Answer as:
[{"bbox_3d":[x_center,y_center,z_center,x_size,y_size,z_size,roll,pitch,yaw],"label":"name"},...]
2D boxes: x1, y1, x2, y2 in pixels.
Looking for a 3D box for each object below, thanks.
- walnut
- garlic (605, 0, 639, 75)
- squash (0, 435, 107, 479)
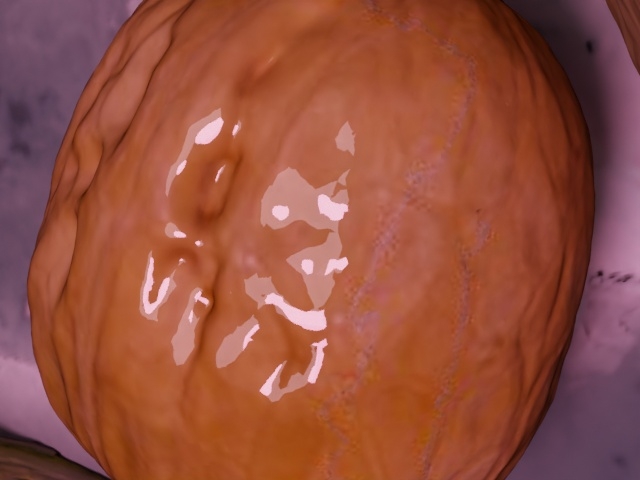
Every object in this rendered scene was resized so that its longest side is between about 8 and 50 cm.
[{"bbox_3d":[0.000,0.000,0.678,0.195,0.195,0.222,24,103,24],"label":"walnut"},{"bbox_3d":[0.119,-0.072,0.595,0.151,0.196,0.338,-12,95,47],"label":"garlic"},{"bbox_3d":[-0.158,0.180,0.836,0.123,0.123,0.187,27,110,24],"label":"squash"}]
